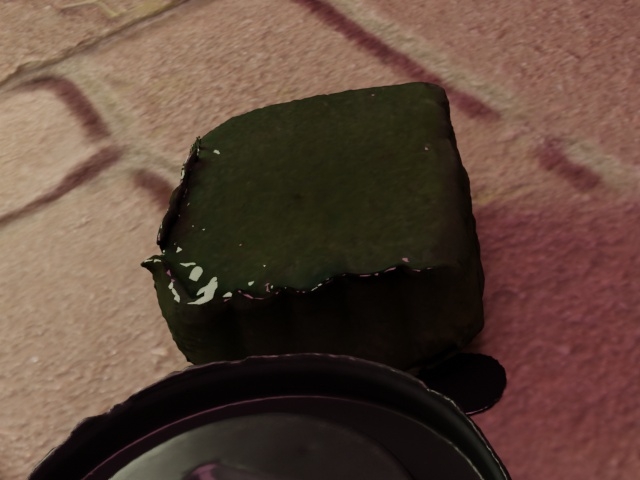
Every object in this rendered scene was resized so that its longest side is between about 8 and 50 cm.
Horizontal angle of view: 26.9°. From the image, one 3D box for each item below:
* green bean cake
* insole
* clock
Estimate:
[{"bbox_3d":[0.000,0.000,0.940,0.222,0.125,0.227,-6,36,9],"label":"green bean cake"},{"bbox_3d":[0.011,0.102,0.906,0.232,0.003,0.080,-6,38,13],"label":"insole"},{"bbox_3d":[-0.044,0.196,0.747,0.325,0.067,0.325,-10,38,8],"label":"clock"}]
